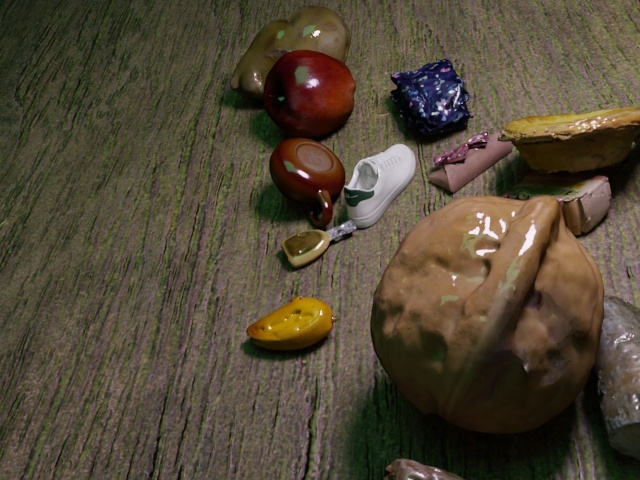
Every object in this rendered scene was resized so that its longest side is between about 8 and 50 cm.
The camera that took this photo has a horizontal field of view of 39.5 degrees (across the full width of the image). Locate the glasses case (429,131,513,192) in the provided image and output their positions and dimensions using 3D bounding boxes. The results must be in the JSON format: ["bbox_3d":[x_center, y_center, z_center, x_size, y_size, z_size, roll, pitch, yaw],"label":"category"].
[{"bbox_3d":[0.321,-0.195,1.976,0.193,0.070,0.102,-34,40,-20],"label":"glasses case"}]

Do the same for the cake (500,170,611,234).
[{"bbox_3d":[0.479,-0.080,1.806,0.109,0.090,0.225,-37,24,-21],"label":"cake"}]

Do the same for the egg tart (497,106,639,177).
[{"bbox_3d":[0.515,-0.200,1.802,0.315,0.120,0.315,-8,10,1],"label":"egg tart"}]

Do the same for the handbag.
[{"bbox_3d":[0.262,-0.343,2.142,0.162,0.113,0.260,-15,38,-4],"label":"handbag"}]

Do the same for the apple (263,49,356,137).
[{"bbox_3d":[-0.026,-0.362,2.203,0.234,0.234,0.234,-11,39,9],"label":"apple"}]

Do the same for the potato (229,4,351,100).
[{"bbox_3d":[-0.084,-0.486,2.386,0.351,0.202,0.218,-31,50,5],"label":"potato"}]

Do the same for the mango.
[{"bbox_3d":[-0.053,0.164,1.704,0.187,0.066,0.101,-16,47,10],"label":"mango"}]

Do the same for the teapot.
[{"bbox_3d":[-0.029,-0.126,2.003,0.178,0.135,0.252,-2,52,-27],"label":"teapot"}]

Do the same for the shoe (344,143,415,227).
[{"bbox_3d":[0.132,-0.148,1.965,0.095,0.110,0.265,8,48,30],"label":"shoe"}]

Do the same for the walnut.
[{"bbox_3d":[0.259,0.113,1.409,0.383,0.383,0.383,-11,39,9],"label":"walnut"}]

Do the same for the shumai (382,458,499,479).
[{"bbox_3d":[0.195,0.388,1.279,0.175,0.166,0.206,-25,63,-22],"label":"shumai"}]

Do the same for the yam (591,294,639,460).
[{"bbox_3d":[0.484,0.207,1.398,0.133,0.133,0.330,-11,36,9],"label":"yam"}]

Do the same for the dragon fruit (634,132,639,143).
[{"bbox_3d":[0.706,-0.218,1.854,0.106,0.083,0.162,8,19,41],"label":"dragon fruit"}]

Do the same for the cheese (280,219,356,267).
[{"bbox_3d":[0.000,0.001,1.896,0.162,0.036,0.086,-23,40,-6],"label":"cheese"}]
